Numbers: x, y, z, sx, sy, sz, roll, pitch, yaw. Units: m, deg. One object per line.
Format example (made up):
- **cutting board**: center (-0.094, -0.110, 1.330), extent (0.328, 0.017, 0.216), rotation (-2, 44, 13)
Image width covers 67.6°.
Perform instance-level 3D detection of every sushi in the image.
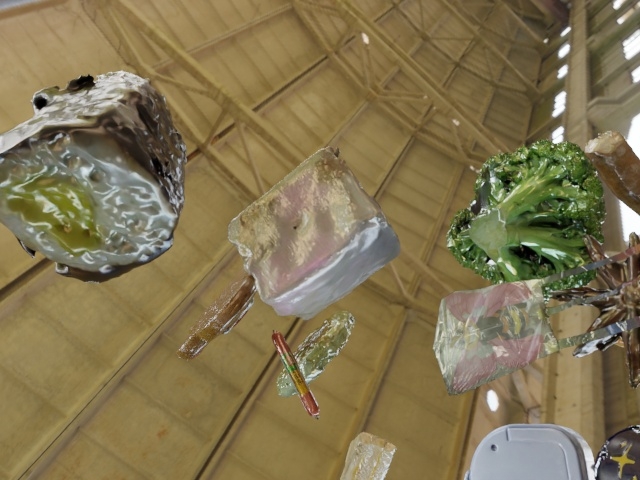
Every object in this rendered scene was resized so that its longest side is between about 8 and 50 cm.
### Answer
- **sushi**: center (-0.382, -0.110, 0.834), extent (0.282, 0.299, 0.294), rotation (-7, -142, -9)

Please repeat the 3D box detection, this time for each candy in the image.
- **candy**: center (0.000, 0.000, 0.630), extent (0.137, 0.195, 0.185), rotation (54, -177, 22)

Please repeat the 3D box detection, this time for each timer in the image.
- **timer**: center (0.623, 0.743, 1.429), extent (0.173, 0.395, 0.394), rotation (24, -135, -46)

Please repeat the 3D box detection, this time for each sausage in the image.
- **sausage**: center (-0.058, 0.299, 1.077), extent (0.029, 0.029, 0.223), rotation (-9, -120, -42)

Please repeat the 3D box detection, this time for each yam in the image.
- **yam**: center (0.439, -0.047, 0.625), extent (0.241, 0.057, 0.057), rotation (45, -138, -5)

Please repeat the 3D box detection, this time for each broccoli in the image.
- **broccoli**: center (0.474, -0.030, 1.099), extent (0.321, 0.413, 0.310), rotation (42, -129, -8)

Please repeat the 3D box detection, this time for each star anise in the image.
- **star anise**: center (0.529, 0.097, 0.797), extent (0.088, 0.288, 0.288), rotation (11, -128, -48)

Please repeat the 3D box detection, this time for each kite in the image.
- **kite**: center (0.338, 0.119, 0.744), extent (0.022, 0.361, 0.204), rotation (43, -143, -30)

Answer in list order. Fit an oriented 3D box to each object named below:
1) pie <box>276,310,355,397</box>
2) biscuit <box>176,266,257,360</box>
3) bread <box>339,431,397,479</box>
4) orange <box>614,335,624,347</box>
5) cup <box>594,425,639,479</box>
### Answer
- **pie**: center (-0.017, 0.294, 1.263), extent (0.071, 0.306, 0.306), rotation (43, -138, -3)
- **biscuit**: center (-0.203, 0.155, 1.070), extent (0.064, 0.432, 0.283), rotation (42, -103, -8)
- **bread**: center (0.087, 0.434, 0.908), extent (0.077, 0.152, 0.105), rotation (17, -118, 7)
- **orange**: center (0.720, 0.210, 0.930), extent (0.274, 0.274, 0.310), rotation (24, -152, -23)
- **cup**: center (0.541, 0.330, 0.700), extent (0.179, 0.256, 0.254), rotation (-20, -108, -8)
